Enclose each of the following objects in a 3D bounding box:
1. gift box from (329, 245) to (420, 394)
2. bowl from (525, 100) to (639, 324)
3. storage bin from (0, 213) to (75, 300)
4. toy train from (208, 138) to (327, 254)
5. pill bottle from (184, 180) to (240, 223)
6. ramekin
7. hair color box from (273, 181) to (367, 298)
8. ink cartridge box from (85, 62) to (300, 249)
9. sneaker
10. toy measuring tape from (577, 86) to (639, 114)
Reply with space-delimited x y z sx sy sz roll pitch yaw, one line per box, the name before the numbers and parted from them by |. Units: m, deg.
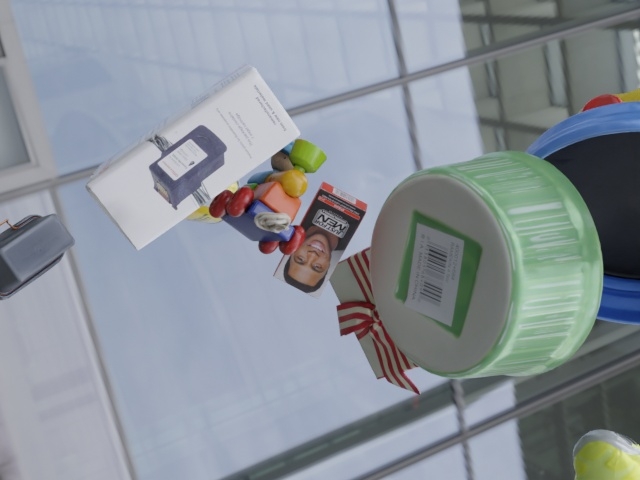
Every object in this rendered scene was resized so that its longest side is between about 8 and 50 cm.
gift box | 0.191 0.103 1.885 0.255 0.258 0.276 -37 -101 54
bowl | 0.444 -0.033 1.493 0.391 0.391 0.077 101 4 -50
storage bin | -0.428 0.011 1.568 0.091 0.135 0.098 -18 -72 53
toy train | -0.040 -0.066 1.364 0.105 0.143 0.248 36 -12 -17
pill bottle | -0.207 -0.083 1.678 0.103 0.103 0.184 64 20 15
ramekin | 0.201 0.037 1.410 0.303 0.148 0.304 10 -78 51
hair color box | 0.000 0.000 1.456 0.141 0.072 0.043 -62 -177 17
ink cartridge box | -0.154 -0.106 1.307 0.100 0.237 0.172 55 1 -13
sneaker | 0.450 0.476 1.620 0.145 0.147 0.385 -8 -84 30
toy measuring tape | 0.488 -0.220 1.722 0.121 0.330 0.121 29 -22 13
